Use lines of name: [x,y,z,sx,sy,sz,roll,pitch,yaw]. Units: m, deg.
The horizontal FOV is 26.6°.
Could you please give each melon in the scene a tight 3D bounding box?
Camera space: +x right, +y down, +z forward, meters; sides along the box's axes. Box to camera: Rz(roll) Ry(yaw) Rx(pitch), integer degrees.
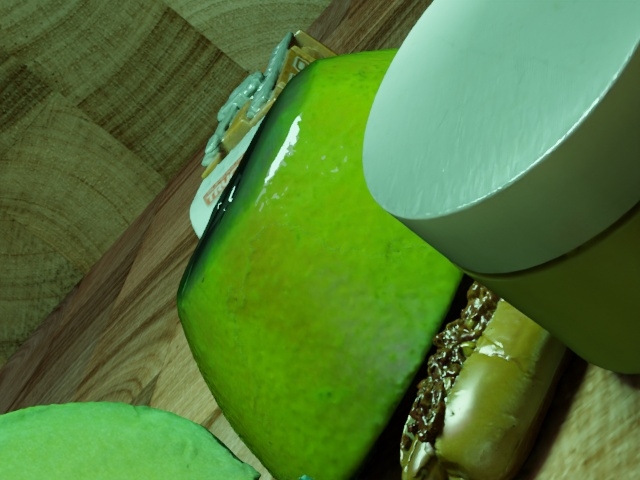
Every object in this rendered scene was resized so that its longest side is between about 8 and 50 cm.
melon: [-0.207,0.286,1.058,0.226,0.331,0.343,-12,17,38]

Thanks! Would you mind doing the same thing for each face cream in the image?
face cream: [0.162,-0.057,0.773,0.218,0.179,0.218,-38,32,29]

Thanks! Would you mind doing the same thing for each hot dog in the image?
hot dog: [0.118,0.073,0.895,0.102,0.076,0.249,-23,29,55]

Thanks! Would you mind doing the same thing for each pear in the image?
pear: [-0.003,0.000,1.094,0.399,0.165,0.399,-62,9,17]

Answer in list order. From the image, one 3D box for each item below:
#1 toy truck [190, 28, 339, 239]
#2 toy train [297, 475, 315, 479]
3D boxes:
toy truck: [-0.024,-0.083,1.498,0.173,0.207,0.387,-45,15,24]
toy train: [-0.081,0.298,0.868,0.298,0.120,0.194,-48,0,29]
